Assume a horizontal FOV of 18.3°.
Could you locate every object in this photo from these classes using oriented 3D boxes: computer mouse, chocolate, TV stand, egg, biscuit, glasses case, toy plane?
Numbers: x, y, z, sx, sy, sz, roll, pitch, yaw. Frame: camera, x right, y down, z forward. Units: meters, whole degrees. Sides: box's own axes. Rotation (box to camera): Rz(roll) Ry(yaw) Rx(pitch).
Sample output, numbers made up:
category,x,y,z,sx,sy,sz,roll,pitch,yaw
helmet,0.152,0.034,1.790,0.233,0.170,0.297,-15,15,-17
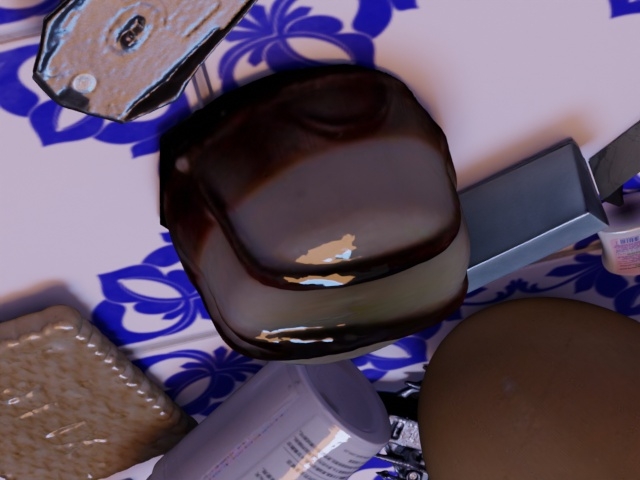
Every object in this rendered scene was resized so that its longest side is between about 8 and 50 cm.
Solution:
category,x,y,z,sx,sy,sz,roll,pitch,yaw
computer mouse,-0.137,-0.186,1.528,0.126,0.071,0.231,29,120,-26
chocolate,0.000,0.000,1.730,0.283,0.186,0.284,-8,145,-5
TV stand,0.348,-0.120,1.788,0.040,0.049,0.256,18,135,-39
egg,0.265,0.223,1.989,0.301,0.374,0.301,-51,167,-17
biscuit,-0.275,0.167,2.003,0.217,0.044,0.325,-24,147,11
glasses case,0.136,0.008,1.853,0.266,0.105,0.056,-26,131,19
toy plane,0.079,0.193,2.126,0.246,0.078,0.169,13,112,-26

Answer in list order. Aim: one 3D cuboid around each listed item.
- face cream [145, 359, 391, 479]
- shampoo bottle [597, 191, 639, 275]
category,x,y,z,sx,sy,sz,roll,pitch,yaw
face cream,-0.106,0.264,2.053,0.369,0.145,0.145,-41,138,19
shampoo bottle,0.308,-0.003,1.946,0.072,0.043,0.099,-15,146,6
